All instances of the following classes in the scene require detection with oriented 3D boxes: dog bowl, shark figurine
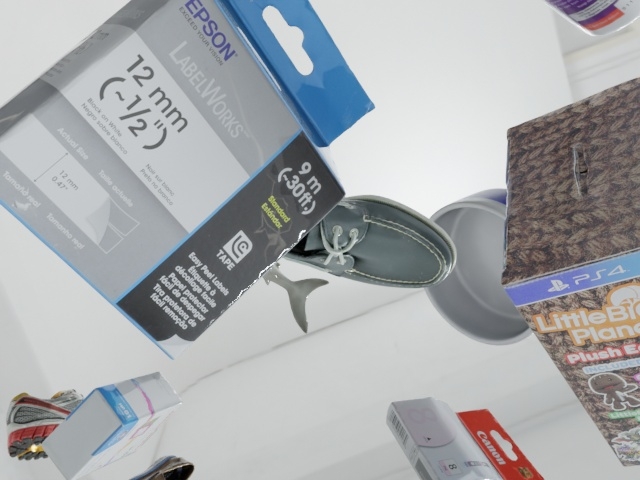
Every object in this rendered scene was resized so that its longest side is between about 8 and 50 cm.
[{"bbox_3d":[0.305,0.045,1.168,0.104,0.265,0.265,-23,-168,-39],"label":"dog bowl"},{"bbox_3d":[-0.097,0.042,1.061,0.166,0.278,0.116,12,-122,20],"label":"shark figurine"}]

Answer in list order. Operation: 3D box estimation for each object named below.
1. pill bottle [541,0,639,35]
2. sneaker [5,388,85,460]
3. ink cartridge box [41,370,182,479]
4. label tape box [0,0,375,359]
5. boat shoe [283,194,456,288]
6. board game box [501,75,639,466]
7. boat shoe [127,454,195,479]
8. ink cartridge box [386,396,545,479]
[{"bbox_3d":[0.207,-0.275,0.582,0.108,0.193,0.108,-50,-155,34],"label":"pill bottle"},{"bbox_3d":[-0.357,0.263,0.992,0.088,0.092,0.225,-41,147,22],"label":"sneaker"},{"bbox_3d":[-0.216,0.194,0.705,0.088,0.052,0.122,-46,167,10],"label":"ink cartridge box"},{"bbox_3d":[-0.102,-0.100,0.615,0.348,0.249,0.115,-43,-147,-9],"label":"label tape box"},{"bbox_3d":[0.000,0.000,0.769,0.319,0.116,0.099,18,-150,2],"label":"boat shoe"},{"bbox_3d":[0.305,0.037,0.644,0.141,0.291,0.232,-20,-145,32],"label":"board game box"},{"bbox_3d":[-0.279,0.416,1.099,0.066,0.066,0.183,-11,-165,28],"label":"boat shoe"},{"bbox_3d":[0.255,0.351,1.152,0.232,0.066,0.189,-4,-147,-23],"label":"ink cartridge box"}]
